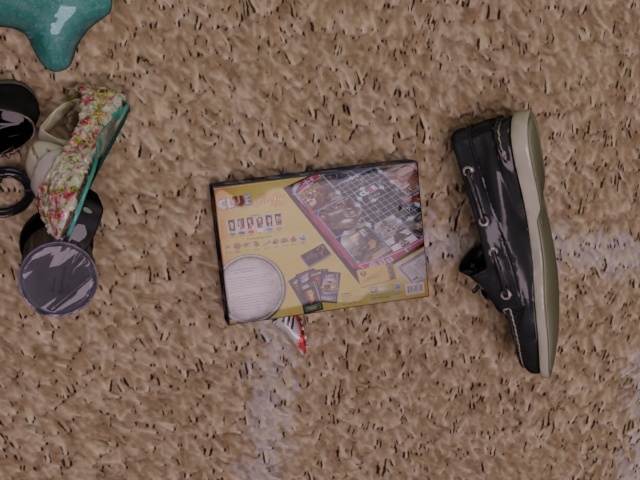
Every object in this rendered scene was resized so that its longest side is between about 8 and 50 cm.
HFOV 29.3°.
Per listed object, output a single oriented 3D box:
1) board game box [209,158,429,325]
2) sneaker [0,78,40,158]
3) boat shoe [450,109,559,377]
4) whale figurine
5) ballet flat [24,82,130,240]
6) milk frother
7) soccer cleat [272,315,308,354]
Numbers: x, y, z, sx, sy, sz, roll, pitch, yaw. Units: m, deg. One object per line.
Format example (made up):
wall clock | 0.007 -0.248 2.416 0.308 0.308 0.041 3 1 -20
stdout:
board game box | 0.000 0.000 1.436 0.243 0.042 0.165 -7 100 -11
sneaker | -0.405 -0.112 1.277 0.222 0.118 0.083 -19 111 -7
boat shoe | 0.219 0.012 1.471 0.113 0.127 0.340 -3 119 18
whale figurine | -0.341 -0.279 1.226 0.272 0.141 0.216 38 95 -21
ballet flat | -0.262 -0.087 1.267 0.077 0.241 0.091 23 123 -10
milk frother | -0.311 -0.003 1.324 0.143 0.135 0.129 9 104 -16
soccer cleat | -0.039 0.102 1.480 0.035 0.029 0.083 -17 107 2
